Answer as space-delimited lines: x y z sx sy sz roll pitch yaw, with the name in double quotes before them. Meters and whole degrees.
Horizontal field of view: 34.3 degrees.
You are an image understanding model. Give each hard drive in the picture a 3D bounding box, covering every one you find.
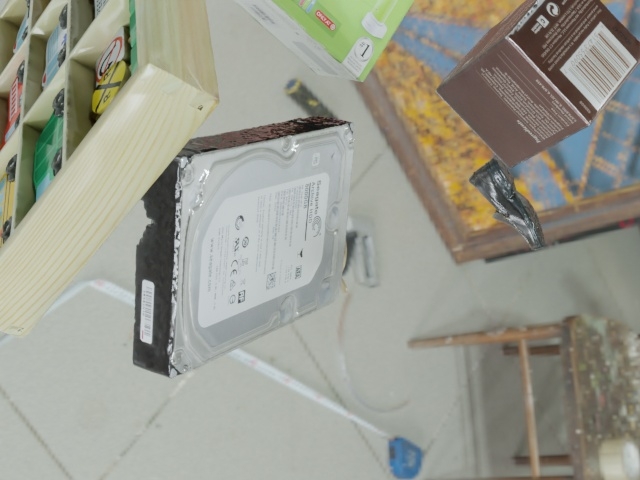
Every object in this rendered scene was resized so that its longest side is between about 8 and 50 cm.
"hard drive" -0.075 -0.006 1.165 0.339 0.064 0.237 -20 120 -57

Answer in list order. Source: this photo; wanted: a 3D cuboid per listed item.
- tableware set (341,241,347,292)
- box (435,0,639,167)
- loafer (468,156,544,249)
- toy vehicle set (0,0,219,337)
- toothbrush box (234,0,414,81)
"tableware set" 0.000 0.000 1.535 0.039 0.194 0.128 9 111 -25
"box" 0.309 -0.239 1.469 0.167 0.203 0.168 45 64 -7
"loafer" 0.310 -0.053 1.712 0.170 0.061 0.062 59 23 0
"toy vehicle set" -0.125 -0.099 0.544 0.035 0.166 0.267 26 32 -31
"toothbrush box" 0.033 -0.386 1.372 0.206 0.122 0.283 36 83 -34
